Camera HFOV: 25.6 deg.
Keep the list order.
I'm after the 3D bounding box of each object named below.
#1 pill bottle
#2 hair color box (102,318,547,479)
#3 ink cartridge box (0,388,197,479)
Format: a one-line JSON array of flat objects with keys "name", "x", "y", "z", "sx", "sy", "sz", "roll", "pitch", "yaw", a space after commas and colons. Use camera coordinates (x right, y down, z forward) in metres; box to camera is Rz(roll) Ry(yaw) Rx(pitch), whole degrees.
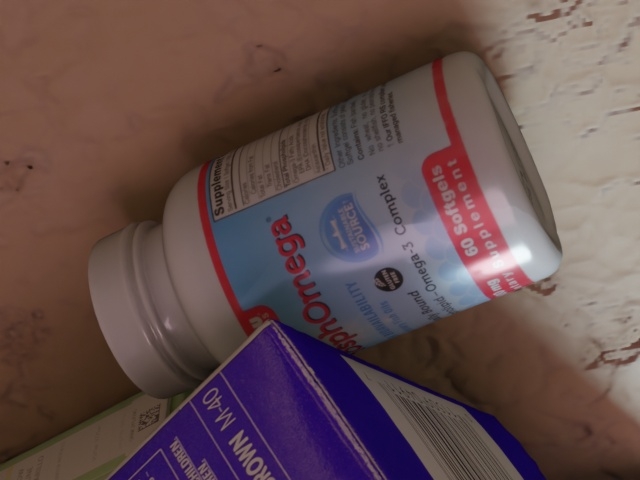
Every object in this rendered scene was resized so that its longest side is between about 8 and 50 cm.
[{"name": "pill bottle", "x": 0.000, "y": 0.000, "z": 0.516, "sx": 0.160, "sy": 0.087, "sz": 0.087, "roll": -23, "pitch": 125, "yaw": 14}, {"name": "hair color box", "x": -0.064, "y": 0.197, "z": 0.529, "sx": 0.339, "sy": 0.110, "sz": 0.185, "roll": -44, "pitch": 147, "yaw": 12}, {"name": "ink cartridge box", "x": -0.111, "y": 0.177, "z": 0.666, "sx": 0.235, "sy": 0.056, "sz": 0.171, "roll": -27, "pitch": 124, "yaw": 19}]
